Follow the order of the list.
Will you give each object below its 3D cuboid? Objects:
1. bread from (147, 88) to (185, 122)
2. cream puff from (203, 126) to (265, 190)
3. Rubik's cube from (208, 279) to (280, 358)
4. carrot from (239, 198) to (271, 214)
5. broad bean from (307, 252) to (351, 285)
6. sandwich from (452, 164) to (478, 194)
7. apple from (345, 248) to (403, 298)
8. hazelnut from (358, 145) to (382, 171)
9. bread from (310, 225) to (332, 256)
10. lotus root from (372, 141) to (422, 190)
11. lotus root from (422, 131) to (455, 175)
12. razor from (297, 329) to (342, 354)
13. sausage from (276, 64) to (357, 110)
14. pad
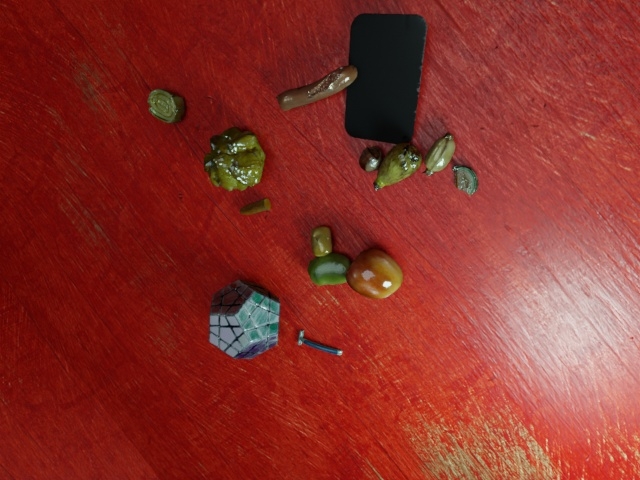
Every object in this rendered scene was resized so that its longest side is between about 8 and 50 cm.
[{"bbox_3d":[-0.603,-0.526,1.632,0.156,0.064,0.117,29,111,13],"label":"bread"},{"bbox_3d":[-0.319,-0.298,1.534,0.245,0.196,0.243,-1,96,-6],"label":"cream puff"},{"bbox_3d":[-0.298,0.313,1.658,0.265,0.319,0.318,3,110,-7],"label":"Rubik's cube"},{"bbox_3d":[-0.259,-0.124,1.628,0.139,0.048,0.048,-15,100,28],"label":"carrot"},{"bbox_3d":[0.035,0.108,1.564,0.175,0.082,0.124,-18,99,16],"label":"broad bean"},{"bbox_3d":[0.457,-0.190,1.314,0.070,0.026,0.101,-10,103,24],"label":"sandwich"},{"bbox_3d":[0.191,0.119,1.450,0.199,0.199,0.199,7,109,21],"label":"apple"},{"bbox_3d":[0.167,-0.271,1.387,0.087,0.086,0.086,7,109,21],"label":"hazelnut"},{"bbox_3d":[0.000,0.000,1.531,0.082,0.056,0.115,-6,75,25],"label":"bread"},{"bbox_3d":[0.241,-0.236,1.353,0.108,0.094,0.191,35,131,-17],"label":"lotus root"},{"bbox_3d":[0.371,-0.265,1.306,0.073,0.062,0.150,36,117,17],"label":"lotus root"},{"bbox_3d":[-0.005,0.430,1.702,0.191,0.037,0.068,17,111,17],"label":"razor"},{"bbox_3d":[-0.015,-0.496,1.376,0.305,0.078,0.078,-9,103,33],"label":"sausage"},{"bbox_3d":[0.177,-0.514,1.336,0.315,0.063,0.374,17,119,24],"label":"pad"}]
